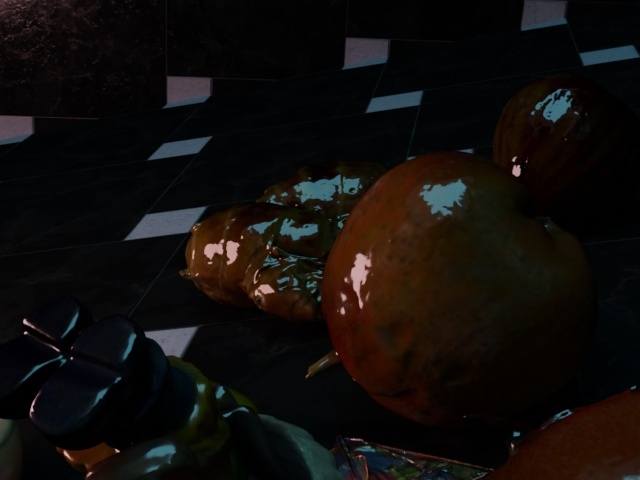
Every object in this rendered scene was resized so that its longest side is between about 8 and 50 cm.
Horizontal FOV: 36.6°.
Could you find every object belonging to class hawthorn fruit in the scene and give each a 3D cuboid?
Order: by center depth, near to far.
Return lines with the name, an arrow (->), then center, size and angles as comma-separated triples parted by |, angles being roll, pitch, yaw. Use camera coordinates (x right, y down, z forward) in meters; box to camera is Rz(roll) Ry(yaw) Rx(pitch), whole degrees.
hawthorn fruit -> 0.114, 0.065, 0.975 | 0.298, 0.277, 0.277 | -33, 23, -1

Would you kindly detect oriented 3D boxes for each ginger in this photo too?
ginger -> 0.006, -0.006, 1.317 | 0.357, 0.153, 0.274 | -28, 27, -31

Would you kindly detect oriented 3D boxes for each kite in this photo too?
kite -> 0.049, 0.228, 0.905 | 0.241, 0.014, 0.183 | -11, 22, -2

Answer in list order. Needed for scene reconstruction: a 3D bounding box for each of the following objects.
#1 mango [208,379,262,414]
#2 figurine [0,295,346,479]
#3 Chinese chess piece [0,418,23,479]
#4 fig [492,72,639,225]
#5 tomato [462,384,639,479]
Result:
mango -> -0.149, 0.185, 1.014 | 0.163, 0.090, 0.111 | 7, 26, 23
figurine -> -0.088, 0.166, 0.709 | 0.185, 0.332, 0.204 | 15, 43, 39
Chinese chess piece -> -0.431, 0.220, 0.952 | 0.273, 0.102, 0.273 | 9, 14, -2
fig -> 0.303, -0.072, 1.351 | 0.321, 0.217, 0.217 | -51, 34, -14
tomato -> 0.194, 0.208, 0.569 | 0.255, 0.256, 0.224 | -17, 40, -12
